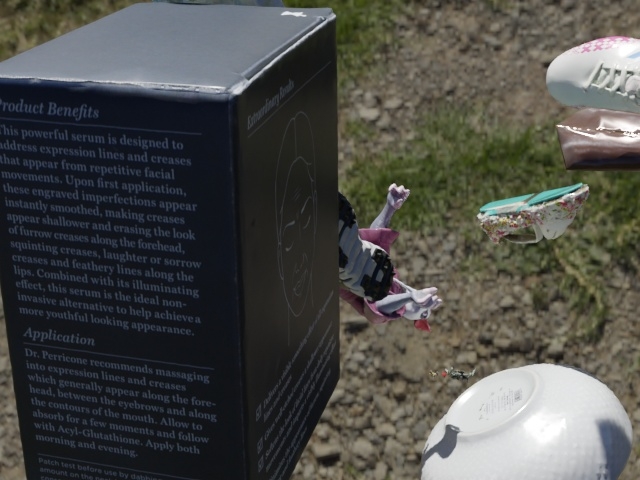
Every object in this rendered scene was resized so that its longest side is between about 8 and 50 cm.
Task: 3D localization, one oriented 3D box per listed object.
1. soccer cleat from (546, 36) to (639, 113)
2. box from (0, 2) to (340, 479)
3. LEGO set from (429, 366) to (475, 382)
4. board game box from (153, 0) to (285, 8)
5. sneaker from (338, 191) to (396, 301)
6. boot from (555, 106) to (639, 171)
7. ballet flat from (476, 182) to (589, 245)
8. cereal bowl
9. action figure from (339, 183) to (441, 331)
[{"bbox_3d":[0.484,-0.241,1.592,0.331,0.116,0.143,5,19,31],"label":"soccer cleat"},{"bbox_3d":[-0.117,0.014,0.946,0.212,0.396,0.293,6,23,14],"label":"box"},{"bbox_3d":[0.232,0.239,1.872,0.083,0.054,0.023,-18,62,40],"label":"LEGO set"},{"bbox_3d":[-0.173,-0.325,1.294,0.050,0.390,0.390,-37,29,-16],"label":"board game box"},{"bbox_3d":[0.000,0.000,1.276,0.106,0.234,0.078,12,69,33],"label":"sneaker"},{"bbox_3d":[0.203,-0.044,0.685,0.114,0.037,0.106,9,50,21],"label":"boot"},{"bbox_3d":[0.342,-0.037,1.677,0.091,0.077,0.241,-26,6,-27],"label":"ballet flat"},{"bbox_3d":[0.290,0.297,1.623,0.339,0.141,0.339,-30,14,9],"label":"cereal bowl"},{"bbox_3d":[0.034,0.048,1.669,0.275,0.370,0.248,-39,23,26],"label":"action figure"}]
